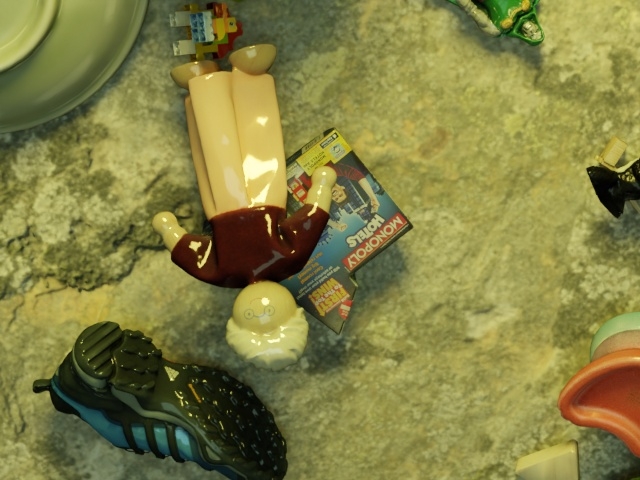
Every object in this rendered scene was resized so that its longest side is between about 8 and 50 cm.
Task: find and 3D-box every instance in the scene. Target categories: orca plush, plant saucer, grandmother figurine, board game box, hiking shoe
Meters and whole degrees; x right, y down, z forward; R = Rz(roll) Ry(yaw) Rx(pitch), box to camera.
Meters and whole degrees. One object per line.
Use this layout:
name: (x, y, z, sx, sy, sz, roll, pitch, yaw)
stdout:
orca plush: (0.427, -0.128, 1.528, 0.287, 0.102, 0.151, -24, 102, 3)
plant saucer: (-0.377, -0.281, 1.455, 0.400, 0.100, 0.400, -2, 117, -3)
grandmother figurine: (-0.083, -0.026, 1.505, 0.208, 0.104, 0.342, -16, 79, 21)
board game box: (0.000, 0.000, 1.600, 0.194, 0.060, 0.194, -37, 104, 9)
hiking shoe: (-0.177, 0.206, 1.649, 0.304, 0.113, 0.132, 35, 132, -17)

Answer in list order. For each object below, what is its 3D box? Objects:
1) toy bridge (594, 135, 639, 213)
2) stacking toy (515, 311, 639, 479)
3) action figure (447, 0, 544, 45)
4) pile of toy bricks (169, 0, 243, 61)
toy bridge: (0.395, -0.050, 1.612, 0.188, 0.026, 0.063, 29, 103, -8)
stacking toy: (0.412, 0.232, 1.678, 0.309, 0.130, 0.279, 34, 128, -7)
action figure: (0.164, -0.298, 1.522, 0.232, 0.063, 0.137, 43, 98, -15)
pile of toy bricks: (-0.102, -0.304, 1.500, 0.105, 0.118, 0.212, -11, 98, -32)
